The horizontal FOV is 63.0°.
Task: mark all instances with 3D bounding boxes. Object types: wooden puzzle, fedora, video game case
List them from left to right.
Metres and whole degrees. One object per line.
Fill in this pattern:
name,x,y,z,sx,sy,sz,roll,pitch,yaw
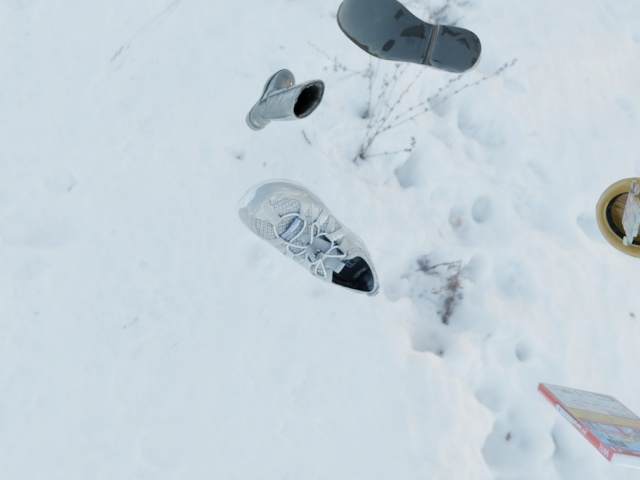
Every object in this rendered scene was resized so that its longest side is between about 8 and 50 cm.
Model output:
video game case,0.623,0.395,1.113,0.204,0.285,0.025,13,101,-8
wooden puzzle,0.391,-0.031,0.654,0.006,0.083,0.049,3,36,16
fedora,0.723,-0.055,1.165,0.079,0.194,0.194,-15,74,-32

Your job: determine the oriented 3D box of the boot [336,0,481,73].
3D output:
boot,0.175,-0.403,1.049,0.305,0.112,0.115,27,17,15

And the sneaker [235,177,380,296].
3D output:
sneaker,0.000,0.000,0.792,0.281,0.105,0.115,29,16,-38

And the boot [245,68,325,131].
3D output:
boot,-0.063,-0.317,1.121,0.076,0.208,0.189,34,70,-25
